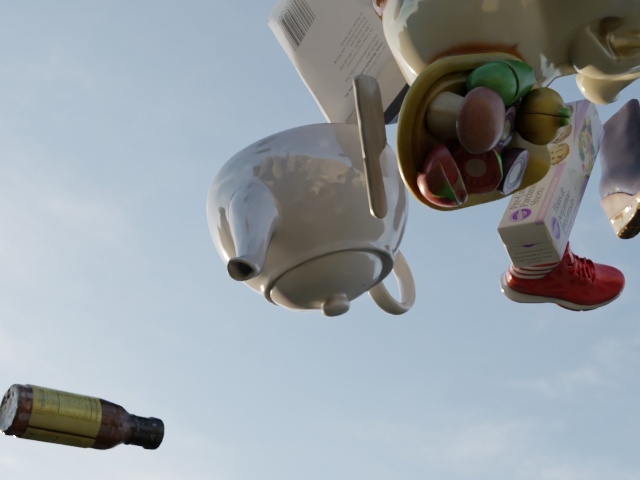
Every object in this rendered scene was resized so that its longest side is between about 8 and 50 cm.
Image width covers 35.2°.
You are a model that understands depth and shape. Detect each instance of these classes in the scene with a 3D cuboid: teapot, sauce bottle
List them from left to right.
[{"bbox_3d":[-0.181,0.140,0.774,0.128,0.042,0.042,22,-40,-37],"label":"sauce bottle"},{"bbox_3d":[0.000,0.000,1.154,0.255,0.187,0.252,-12,-24,-13],"label":"teapot"}]

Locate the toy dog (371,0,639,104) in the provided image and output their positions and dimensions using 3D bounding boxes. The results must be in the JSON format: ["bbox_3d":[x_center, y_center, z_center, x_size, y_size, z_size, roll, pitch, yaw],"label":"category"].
[{"bbox_3d":[0.261,-0.289,1.085,0.408,0.285,0.395,-37,-23,13],"label":"toy dog"}]

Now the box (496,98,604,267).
[{"bbox_3d":[0.310,-0.084,1.329,0.067,0.324,0.063,-11,-61,34],"label":"box"}]

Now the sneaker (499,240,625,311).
[{"bbox_3d":[0.415,0.050,1.647,0.221,0.087,0.128,-3,-32,-15],"label":"sneaker"}]

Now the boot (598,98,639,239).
[{"bbox_3d":[0.512,-0.140,1.596,0.090,0.207,0.248,4,-27,-17],"label":"boot"}]

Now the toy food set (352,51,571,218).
[{"bbox_3d":[0.132,-0.083,0.810,0.071,0.217,0.128,15,-67,49],"label":"toy food set"}]

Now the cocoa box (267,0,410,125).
[{"bbox_3d":[0.127,-0.352,1.420,0.227,0.231,0.347,-16,-24,-37],"label":"cocoa box"}]
